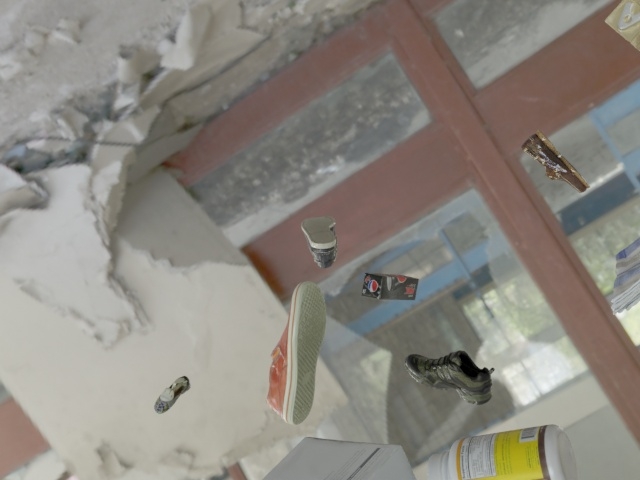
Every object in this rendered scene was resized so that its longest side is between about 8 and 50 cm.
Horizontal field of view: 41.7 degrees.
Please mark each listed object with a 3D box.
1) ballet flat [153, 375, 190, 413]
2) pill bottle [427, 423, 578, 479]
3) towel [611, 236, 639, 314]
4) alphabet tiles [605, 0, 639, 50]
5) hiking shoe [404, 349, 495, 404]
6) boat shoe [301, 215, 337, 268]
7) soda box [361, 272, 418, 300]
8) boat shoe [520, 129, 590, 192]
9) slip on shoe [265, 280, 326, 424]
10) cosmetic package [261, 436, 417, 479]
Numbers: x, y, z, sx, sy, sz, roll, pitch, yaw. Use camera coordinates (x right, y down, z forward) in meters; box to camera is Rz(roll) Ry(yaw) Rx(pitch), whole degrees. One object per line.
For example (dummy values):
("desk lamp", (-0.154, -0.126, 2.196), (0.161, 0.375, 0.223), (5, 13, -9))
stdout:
("ballet flat", (-0.321, 0.327, 1.813), (0.041, 0.041, 0.114), (-38, -178, 38))
("pill bottle", (0.281, 0.360, 1.310), (0.215, 0.117, 0.117), (-17, 177, 28))
("towel", (0.644, 0.021, 1.611), (0.209, 0.034, 0.285), (-47, 179, 29))
("alphabet tiles", (0.627, -0.420, 1.314), (0.342, 0.285, 0.011), (-51, 175, 39))
("hiking shoe", (0.310, 0.301, 2.008), (0.086, 0.227, 0.114), (-34, 135, -53))
("boat shoe", (0.000, 0.000, 1.793), (0.075, 0.064, 0.206), (-6, -161, -2))
("soda box", (0.169, 0.111, 2.021), (0.053, 0.060, 0.169), (11, -177, 36))
("boat shoe", (0.621, -0.197, 2.227), (0.073, 0.207, 0.073), (-44, 174, 15))
("slip on shoe", (-0.063, 0.246, 1.865), (0.123, 0.101, 0.331), (-16, 118, -54))
("cosmetic package", (0.054, 0.460, 1.392), (0.225, 0.224, 0.138), (-9, -159, 47))
